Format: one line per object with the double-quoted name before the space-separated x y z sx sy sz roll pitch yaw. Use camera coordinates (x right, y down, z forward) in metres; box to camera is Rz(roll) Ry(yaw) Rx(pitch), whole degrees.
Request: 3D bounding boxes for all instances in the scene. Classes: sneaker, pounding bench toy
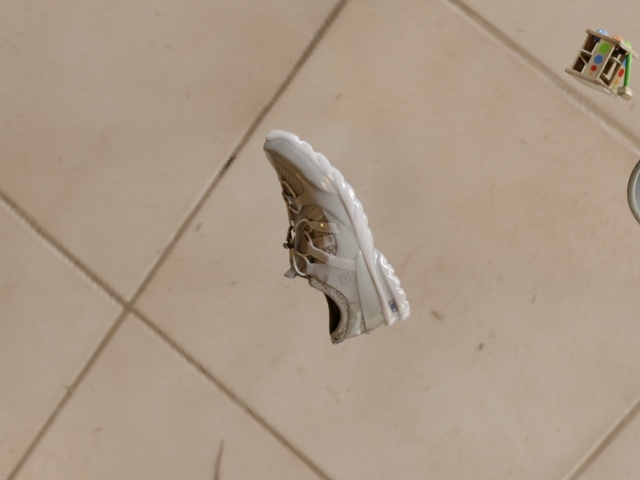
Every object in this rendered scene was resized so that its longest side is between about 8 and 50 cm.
"sneaker" 0.000 0.000 1.335 0.115 0.105 0.281 -31 102 -7
"pounding bench toy" 0.349 -0.209 1.341 0.083 0.052 0.065 33 99 39

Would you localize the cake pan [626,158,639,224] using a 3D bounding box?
"cake pan" 0.568 -0.085 1.536 0.293 0.054 0.293 7 142 5
